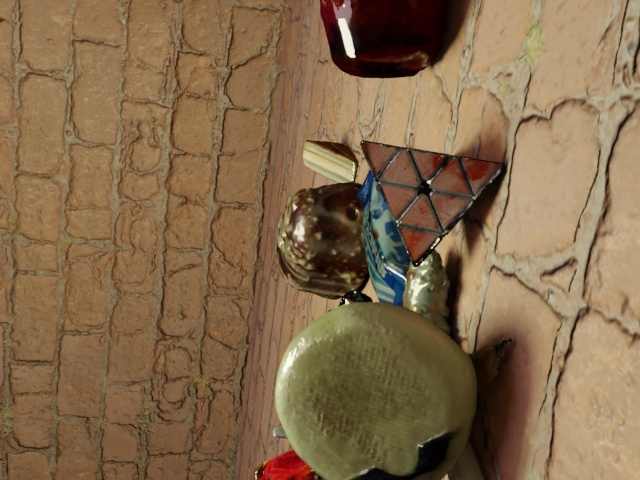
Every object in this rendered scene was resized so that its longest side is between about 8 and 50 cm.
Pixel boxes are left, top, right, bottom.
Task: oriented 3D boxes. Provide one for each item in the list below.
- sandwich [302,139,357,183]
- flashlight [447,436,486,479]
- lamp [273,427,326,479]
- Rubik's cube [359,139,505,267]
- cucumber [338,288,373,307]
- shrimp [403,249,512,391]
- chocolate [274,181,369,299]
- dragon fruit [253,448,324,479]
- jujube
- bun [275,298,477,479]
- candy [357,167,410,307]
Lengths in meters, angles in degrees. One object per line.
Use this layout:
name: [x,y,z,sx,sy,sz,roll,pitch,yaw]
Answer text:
sandwich: [0.022,-0.197,1.824,0.163,0.113,0.079,-111,29,-62]
flashlight: [0.195,0.317,0.989,0.200,0.047,0.093,-99,23,-50]
lamp: [0.040,0.304,1.277,0.301,0.247,0.247,-95,16,-67]
Rubik's cube: [0.205,-0.102,1.082,0.178,0.190,0.211,-47,-60,-56]
cucumber: [0.096,0.157,1.276,0.303,0.072,0.081,-140,32,-77]
shrimp: [0.184,0.145,1.061,0.287,0.068,0.185,-113,28,-61]
chocolate: [0.000,0.000,1.629,0.340,0.210,0.225,114,155,-57]
dragon fruit: [-0.018,0.569,1.444,0.227,0.243,0.307,-37,29,19]
jujube: [0.113,-0.460,1.262,0.258,0.258,0.377,132,147,-70]
bun: [0.083,0.212,0.995,0.179,0.283,0.283,-20,-62,-69]
candy: [0.126,-0.004,1.357,0.187,0.077,0.331,110,156,-59]
